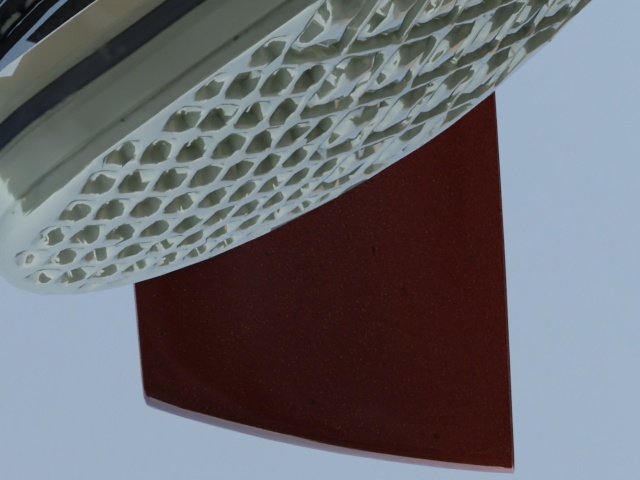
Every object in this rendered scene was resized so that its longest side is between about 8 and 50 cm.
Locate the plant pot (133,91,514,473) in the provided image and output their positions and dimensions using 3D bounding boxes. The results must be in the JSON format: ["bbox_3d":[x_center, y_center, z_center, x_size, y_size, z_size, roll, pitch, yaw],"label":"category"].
[{"bbox_3d":[0.000,0.000,1.319,0.236,0.267,0.267,-4,-80,3],"label":"plant pot"}]

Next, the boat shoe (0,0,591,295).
[{"bbox_3d":[0.063,-0.181,0.600,0.156,0.187,0.500,41,-103,13],"label":"boat shoe"}]
